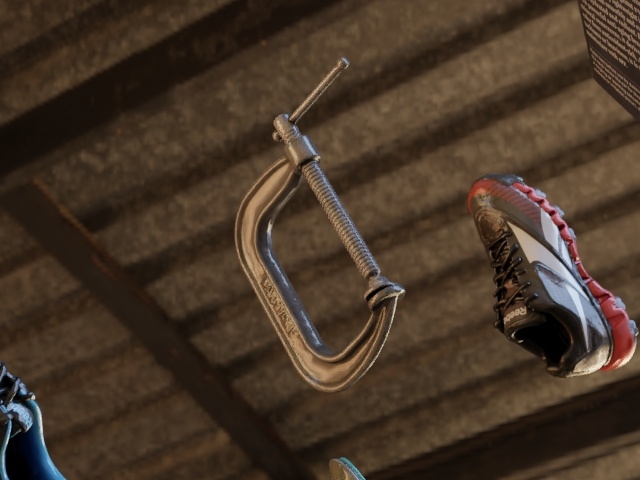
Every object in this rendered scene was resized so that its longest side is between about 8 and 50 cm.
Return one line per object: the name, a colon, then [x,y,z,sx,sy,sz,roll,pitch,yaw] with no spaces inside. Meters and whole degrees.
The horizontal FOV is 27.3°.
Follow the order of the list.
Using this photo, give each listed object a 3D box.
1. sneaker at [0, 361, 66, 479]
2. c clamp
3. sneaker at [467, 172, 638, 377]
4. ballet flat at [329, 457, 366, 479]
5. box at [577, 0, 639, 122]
sneaker: [-0.341,0.135,1.288,0.140,0.125,0.340,-6,-66,33]
c clamp: [0.000,0.000,0.751,0.022,0.160,0.137,-3,-30,-46]
sneaker: [0.244,0.043,1.522,0.135,0.276,0.097,-23,-17,-36]
ballet flat: [0.060,0.325,1.364,0.068,0.213,0.072,-36,-2,-20]
box: [0.342,-0.260,0.967,0.296,0.182,0.294,-25,-51,-5]
